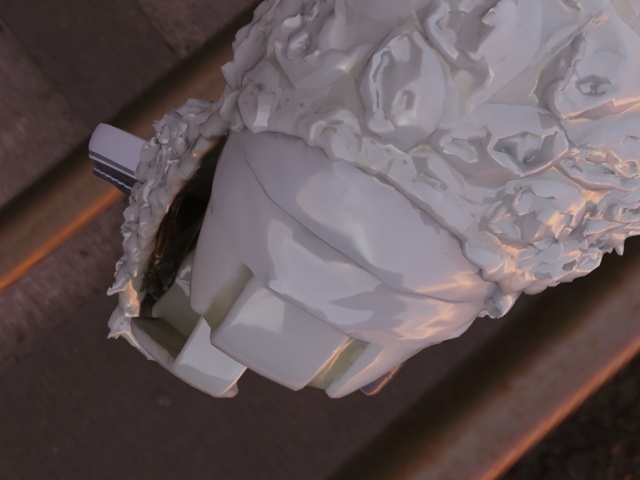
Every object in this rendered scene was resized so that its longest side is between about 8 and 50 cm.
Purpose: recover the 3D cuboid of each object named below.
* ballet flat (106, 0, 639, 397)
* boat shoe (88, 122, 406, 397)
[{"bbox_3d":[0.000,0.000,0.510,0.147,0.409,0.147,2,82,-16],"label":"ballet flat"},{"bbox_3d":[-0.046,0.014,0.802,0.228,0.080,0.076,31,90,3],"label":"boat shoe"}]
